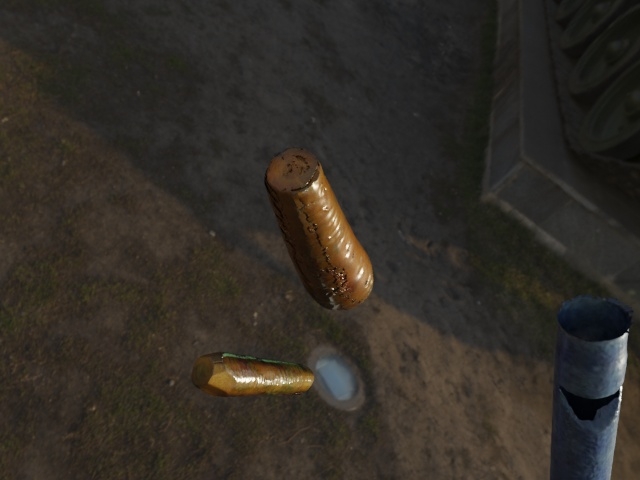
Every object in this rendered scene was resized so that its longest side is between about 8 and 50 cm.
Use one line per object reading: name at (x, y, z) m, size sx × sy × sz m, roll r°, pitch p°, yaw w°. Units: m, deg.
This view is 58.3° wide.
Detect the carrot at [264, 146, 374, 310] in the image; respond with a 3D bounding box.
carrot at (0.000, 0.000, 0.400) m, size 0.161 × 0.055 × 0.055 m, roll 62°, pitch 9°, yaw -57°

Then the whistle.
whistle at (0.258, 0.185, 0.561) m, size 0.062 × 0.304 × 0.062 m, roll -9°, pitch 33°, yaw 6°

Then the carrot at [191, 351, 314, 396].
carrot at (-0.104, 0.226, 0.956) m, size 0.260 × 0.070 × 0.070 m, roll 22°, pitch 38°, yaw -53°
